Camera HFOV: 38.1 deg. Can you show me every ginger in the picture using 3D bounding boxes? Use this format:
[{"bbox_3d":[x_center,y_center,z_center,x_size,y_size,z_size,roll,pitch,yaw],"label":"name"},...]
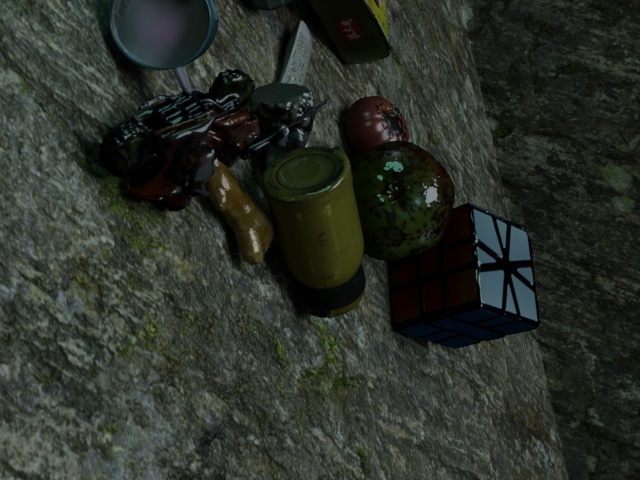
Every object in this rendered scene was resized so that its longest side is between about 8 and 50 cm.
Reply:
[{"bbox_3d":[-0.171,-0.092,1.661,0.298,0.065,0.118,59,24,-28],"label":"ginger"}]

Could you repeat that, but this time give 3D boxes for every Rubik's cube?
[{"bbox_3d":[0.366,0.098,2.377,0.289,0.284,0.293,18,63,-43],"label":"Rubik's cube"}]

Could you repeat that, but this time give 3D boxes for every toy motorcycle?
[{"bbox_3d":[-0.168,-0.169,1.495,0.401,0.134,0.207,-35,144,-28],"label":"toy motorcycle"}]

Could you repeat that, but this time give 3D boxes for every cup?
[{"bbox_3d":[-0.243,-0.368,1.533,0.173,0.168,0.299,-64,142,-73],"label":"cup"}]

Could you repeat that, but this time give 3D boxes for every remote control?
[{"bbox_3d":[-0.062,-0.400,2.070,0.073,0.044,0.229,56,40,-48],"label":"remote control"}]

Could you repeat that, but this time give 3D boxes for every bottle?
[{"bbox_3d":[0.000,0.000,1.818,0.171,0.172,0.351,-74,158,-47],"label":"bottle"}]

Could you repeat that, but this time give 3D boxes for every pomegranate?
[{"bbox_3d":[0.185,-0.082,2.205,0.340,0.285,0.284,57,26,-74],"label":"pomegranate"}]

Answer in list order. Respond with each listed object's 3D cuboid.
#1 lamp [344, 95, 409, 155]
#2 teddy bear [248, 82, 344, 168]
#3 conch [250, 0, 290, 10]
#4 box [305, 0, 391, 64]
[{"bbox_3d":[0.136,-0.273,2.326,0.182,0.140,0.182,24,55,-38],"label":"lamp"},{"bbox_3d":[-0.051,-0.193,1.839,0.144,0.171,0.250,-51,127,-52],"label":"teddy bear"},{"bbox_3d":[-0.090,-0.593,1.947,0.195,0.277,0.220,-128,-129,-72],"label":"conch"},{"bbox_3d":[0.058,-0.704,2.288,0.373,0.138,0.420,44,40,-67],"label":"box"}]
